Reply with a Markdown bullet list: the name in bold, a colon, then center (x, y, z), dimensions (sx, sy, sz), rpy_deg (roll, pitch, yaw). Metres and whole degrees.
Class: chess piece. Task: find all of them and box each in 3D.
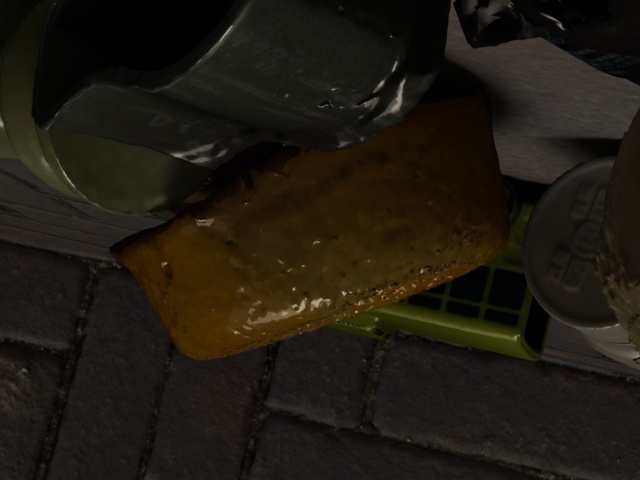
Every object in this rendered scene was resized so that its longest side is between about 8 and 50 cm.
- **chess piece**: center (-0.187, -0.105, 0.847), dimensions (0.251, 0.144, 0.144), rpy_deg (14, 175, 44)

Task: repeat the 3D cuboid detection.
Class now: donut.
- **donut**: center (0.001, -0.001, 0.870), dimensions (0.277, 0.108, 0.277), rpy_deg (-19, 175, -2)

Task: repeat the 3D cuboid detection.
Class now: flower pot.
- **flower pot**: center (-0.047, -0.099, 0.633), dimensions (0.108, 0.103, 0.229), rpy_deg (16, 167, -32)

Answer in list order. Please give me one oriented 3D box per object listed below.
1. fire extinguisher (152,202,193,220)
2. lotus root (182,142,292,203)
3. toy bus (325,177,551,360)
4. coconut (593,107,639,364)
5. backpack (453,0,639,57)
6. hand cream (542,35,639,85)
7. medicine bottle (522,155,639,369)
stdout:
- **fire extinguisher**: center (-0.153, -0.060, 1.366), dimensions (0.099, 0.071, 0.231), rpy_deg (42, -168, 34)
- **lotus root**: center (-0.076, -0.072, 1.017), dimensions (0.135, 0.095, 0.159), rpy_deg (9, 178, 9)
- **toy bus**: center (0.076, 0.015, 1.147), dimensions (0.262, 0.150, 0.128), rpy_deg (11, 171, 21)
- **coconut**: center (0.226, -0.007, 0.611), dimensions (0.194, 0.194, 0.194), rpy_deg (14, 173, 2)
- **backpack**: center (0.053, -0.129, 0.265), dimensions (0.258, 0.133, 0.206), rpy_deg (25, 165, -27)
- **hand cream**: center (0.069, -0.126, 0.500), dimensions (0.270, 0.061, 0.120), rpy_deg (22, 168, -23)
- **medicine bottle**: center (0.263, 0.031, 0.960), dimensions (0.143, 0.143, 0.258), rpy_deg (7, 169, 41)
